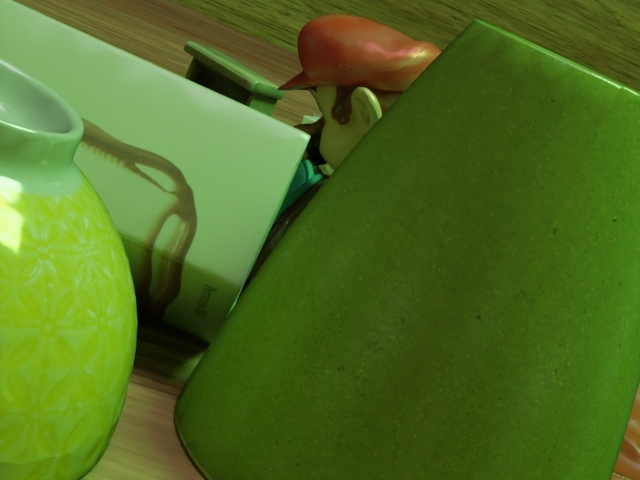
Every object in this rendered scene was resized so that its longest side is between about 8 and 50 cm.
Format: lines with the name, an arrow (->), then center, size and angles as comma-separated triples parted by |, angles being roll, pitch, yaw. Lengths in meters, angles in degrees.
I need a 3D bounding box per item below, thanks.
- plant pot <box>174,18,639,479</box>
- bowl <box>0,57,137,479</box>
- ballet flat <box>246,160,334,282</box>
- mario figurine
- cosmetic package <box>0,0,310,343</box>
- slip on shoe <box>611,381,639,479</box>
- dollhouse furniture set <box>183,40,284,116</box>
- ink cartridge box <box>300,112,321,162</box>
plant pot -> 0.093, 0.027, 0.728 | 0.275, 0.293, 0.275 | 23, 12, -5
bowl -> -0.206, -0.017, 0.609 | 0.289, 0.156, 0.289 | 28, 14, -7
ballet flat -> 0.000, 0.000, 1.141 | 0.124, 0.116, 0.342 | 42, 7, -6
mario figurine -> 0.040, -0.030, 0.992 | 0.170, 0.320, 0.198 | -17, -2, -16
cosmetic package -> -0.174, -0.055, 0.827 | 0.296, 0.129, 0.153 | 23, -23, -1
slip on shoe -> 0.234, 0.146, 0.947 | 0.123, 0.101, 0.331 | 28, 14, 8
dollhouse furniture set -> -0.176, -0.105, 1.060 | 0.212, 0.161, 0.242 | 35, 16, 37
ink cartridge box -> 0.022, -0.103, 1.576 | 0.143, 0.092, 0.090 | 28, 14, 21
